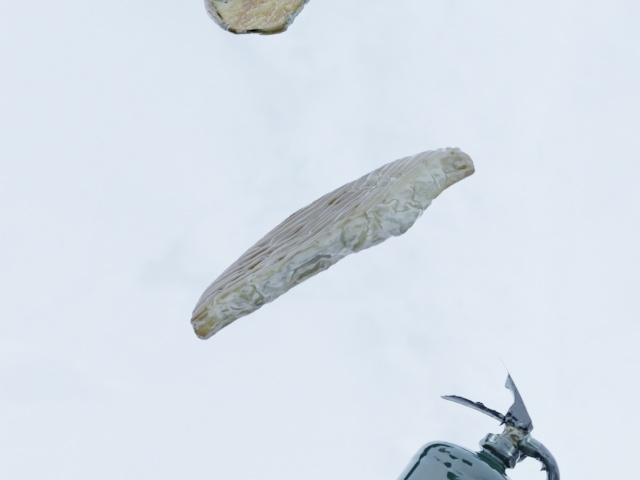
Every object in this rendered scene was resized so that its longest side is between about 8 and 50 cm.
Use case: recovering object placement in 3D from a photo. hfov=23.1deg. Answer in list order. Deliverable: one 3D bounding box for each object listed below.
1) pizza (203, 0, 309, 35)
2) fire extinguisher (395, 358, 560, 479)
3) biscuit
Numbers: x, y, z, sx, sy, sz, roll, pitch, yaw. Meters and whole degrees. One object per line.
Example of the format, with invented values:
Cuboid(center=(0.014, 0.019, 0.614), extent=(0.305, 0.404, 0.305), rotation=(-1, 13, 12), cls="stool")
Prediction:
Cuboid(center=(-0.019, -0.166, 0.962), extent=(0.108, 0.026, 0.123), rotation=(-35, 169, 14), cls="pizza")
Cuboid(center=(0.066, 0.210, 1.015), extent=(0.118, 0.294, 0.093), rotation=(31, 163, 26), cls="fire extinguisher")
Cuboid(center=(0.000, -0.001, 1.182), extent=(0.228, 0.031, 0.176), rotation=(-37, -167, -23), cls="biscuit")
